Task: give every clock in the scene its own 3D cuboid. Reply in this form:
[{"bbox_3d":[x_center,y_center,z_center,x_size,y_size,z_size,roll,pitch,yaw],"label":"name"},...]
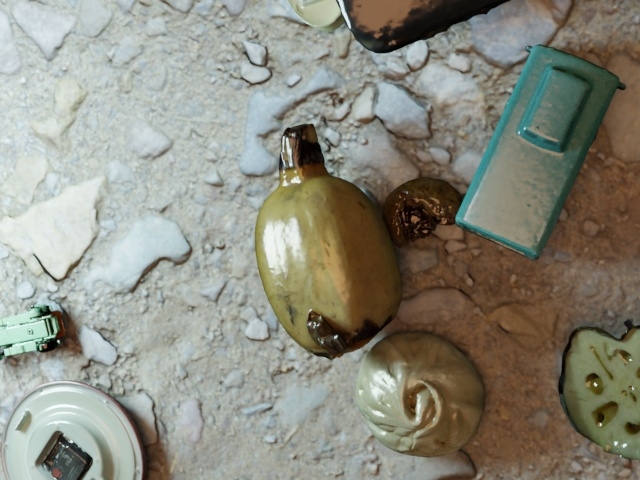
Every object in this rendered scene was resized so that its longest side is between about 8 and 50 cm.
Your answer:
[{"bbox_3d":[-0.377,0.330,1.586,0.244,0.056,0.244,2,98,15],"label":"clock"}]

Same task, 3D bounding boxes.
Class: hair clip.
[{"bbox_3d":[-0.023,-0.381,1.396,0.159,0.071,0.218,-17,86,21],"label":"hair clip"}]

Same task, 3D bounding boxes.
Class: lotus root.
[{"bbox_3d":[0.400,0.177,1.323,0.183,0.078,0.203,28,129,26],"label":"lotus root"},{"bbox_3d":[0.000,0.000,1.385,0.183,0.183,0.310,-18,89,17],"label":"lotus root"}]

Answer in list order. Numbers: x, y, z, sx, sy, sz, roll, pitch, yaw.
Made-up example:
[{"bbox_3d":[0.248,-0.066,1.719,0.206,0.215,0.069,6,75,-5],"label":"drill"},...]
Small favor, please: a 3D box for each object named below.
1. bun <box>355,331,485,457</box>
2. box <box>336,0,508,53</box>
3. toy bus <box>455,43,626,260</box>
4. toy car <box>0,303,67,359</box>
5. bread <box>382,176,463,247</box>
[{"bbox_3d":[0.128,0.216,1.409,0.183,0.102,0.183,3,99,18],"label":"bun"},{"bbox_3d":[0.146,-0.451,1.306,0.350,0.091,0.359,-21,91,7],"label":"box"},{"bbox_3d":[0.270,-0.113,1.298,0.128,0.147,0.256,24,93,9],"label":"toy bus"},{"bbox_3d":[-0.458,0.141,1.587,0.143,0.054,0.073,-14,91,21],"label":"toy car"},{"bbox_3d":[0.132,-0.041,1.398,0.113,0.060,0.082,-27,91,18],"label":"bread"}]
